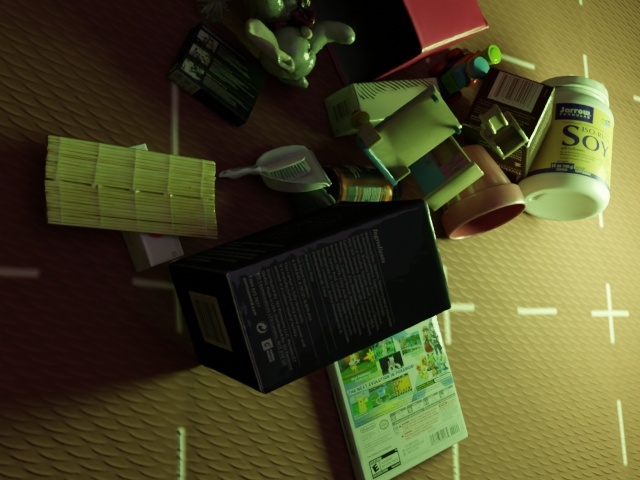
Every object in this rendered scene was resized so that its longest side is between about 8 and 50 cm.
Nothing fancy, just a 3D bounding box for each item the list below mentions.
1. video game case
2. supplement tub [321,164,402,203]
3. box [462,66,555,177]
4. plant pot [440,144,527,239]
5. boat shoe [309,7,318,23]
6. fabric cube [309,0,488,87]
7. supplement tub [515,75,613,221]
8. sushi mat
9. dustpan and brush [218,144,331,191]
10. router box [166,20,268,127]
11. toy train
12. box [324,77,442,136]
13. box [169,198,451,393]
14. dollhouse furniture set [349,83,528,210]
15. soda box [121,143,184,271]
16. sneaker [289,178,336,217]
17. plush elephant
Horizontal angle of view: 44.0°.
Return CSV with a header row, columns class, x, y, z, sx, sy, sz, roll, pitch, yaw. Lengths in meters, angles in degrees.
class,x,y,z,sx,sy,sz,roll,pitch,yaw
video game case,0.172,0.344,1.741,0.329,0.036,0.300,-14,89,-38
supplement tub,0.086,-0.111,1.729,0.197,0.106,0.106,-2,81,-38
box,0.460,-0.286,1.941,0.167,0.168,0.203,-64,161,-10
plant pot,0.367,-0.122,1.908,0.201,0.201,0.180,-6,68,-38
boat shoe,-0.049,-0.512,1.748,0.153,0.056,0.048,53,45,-18
fabric cube,0.173,-0.520,1.789,0.258,0.259,0.254,-29,97,-39
supplement tub,0.651,-0.243,2.110,0.241,0.241,0.331,23,67,-32
sushi mat,-0.321,-0.087,1.375,0.316,0.019,0.152,6,78,-35
dustpan and brush,-0.100,-0.142,1.606,0.211,0.147,0.060,-18,132,-10
router box,-0.203,-0.332,1.591,0.179,0.046,0.133,35,60,-27
toy train,0.402,-0.460,2.027,0.248,0.143,0.105,-45,108,-35
box,0.151,-0.308,1.821,0.275,0.113,0.094,-14,87,-40
box,-0.022,0.080,1.424,0.395,0.293,0.212,-21,101,-26
dollhouse furniture set,0.230,-0.267,1.703,0.303,0.286,0.198,40,18,-43
soda box,-0.323,-0.058,1.424,0.074,0.069,0.216,-21,94,-39
sneaker,0.000,0.000,1.642,0.106,0.101,0.267,-34,101,-35
plush elephant,-0.055,-0.443,1.582,0.255,0.330,0.272,62,8,-6
